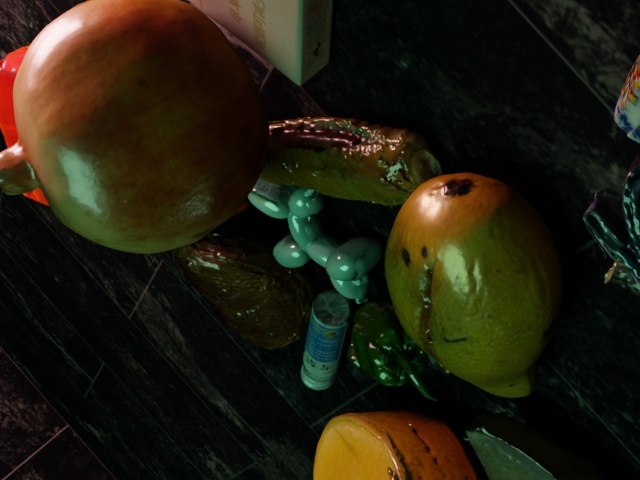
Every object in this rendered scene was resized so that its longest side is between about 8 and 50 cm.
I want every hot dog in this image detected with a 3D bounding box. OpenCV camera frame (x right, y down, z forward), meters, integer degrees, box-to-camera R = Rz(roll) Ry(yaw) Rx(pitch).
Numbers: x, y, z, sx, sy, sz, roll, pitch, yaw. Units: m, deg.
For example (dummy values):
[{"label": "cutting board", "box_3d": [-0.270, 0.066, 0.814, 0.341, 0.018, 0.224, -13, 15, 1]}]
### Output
[{"label": "hot dog", "box_3d": [-0.096, 0.046, 1.521, 0.160, 0.099, 0.227, 20, 161, 29]}, {"label": "hot dog", "box_3d": [0.007, -0.079, 1.244, 0.289, 0.068, 0.083, 9, 136, 51]}]

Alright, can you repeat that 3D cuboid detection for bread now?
[{"label": "bread", "box_3d": [0.096, 0.303, 1.466, 0.270, 0.143, 0.195, 40, 122, 58]}]

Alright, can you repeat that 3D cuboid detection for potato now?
[{"label": "potato", "box_3d": [0.259, 0.277, 1.298, 0.138, 0.098, 0.243, -6, 112, 47]}]

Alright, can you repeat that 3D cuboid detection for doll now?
[{"label": "doll", "box_3d": [0.000, 0.000, 1.374, 0.158, 0.059, 0.159, 16, 137, 50]}]

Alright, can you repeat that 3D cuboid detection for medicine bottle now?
[{"label": "medicine bottle", "box_3d": [0.006, 0.128, 1.549, 0.051, 0.051, 0.191, 41, 153, 17]}]

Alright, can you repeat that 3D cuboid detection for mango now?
[{"label": "mango", "box_3d": [0.139, 0.055, 1.154, 0.177, 0.120, 0.295, 34, 151, 29]}]

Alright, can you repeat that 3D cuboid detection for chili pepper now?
[{"label": "chili pepper", "box_3d": [0.070, 0.114, 1.349, 0.257, 0.074, 0.100, -164, 67, -86]}]

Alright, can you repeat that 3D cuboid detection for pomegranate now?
[{"label": "pomegranate", "box_3d": [-0.193, -0.108, 1.216, 0.252, 0.270, 0.229, 65, 165, -15]}]

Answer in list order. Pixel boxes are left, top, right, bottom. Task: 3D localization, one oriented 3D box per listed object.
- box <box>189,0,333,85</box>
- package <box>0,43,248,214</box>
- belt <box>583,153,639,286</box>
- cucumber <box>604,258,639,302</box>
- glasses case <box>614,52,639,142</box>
[{"label": "box", "box_3d": [-0.132, -0.318, 1.158, 0.365, 0.051, 0.204, 39, 155, 20]}, {"label": "package", "box_3d": [-0.261, -0.130, 1.512, 0.424, 0.123, 0.196, 18, 128, 46]}, {"label": "belt", "box_3d": [0.294, 0.022, 0.862, 0.218, 0.122, 0.128, 52, -160, 5]}, {"label": "cucumber", "box_3d": [0.316, 0.058, 0.956, 0.215, 0.052, 0.058, 31, 171, 33]}, {"label": "glasses case", "box_3d": [0.250, -0.138, 0.750, 0.065, 0.087, 0.248, 35, 153, 2]}]
